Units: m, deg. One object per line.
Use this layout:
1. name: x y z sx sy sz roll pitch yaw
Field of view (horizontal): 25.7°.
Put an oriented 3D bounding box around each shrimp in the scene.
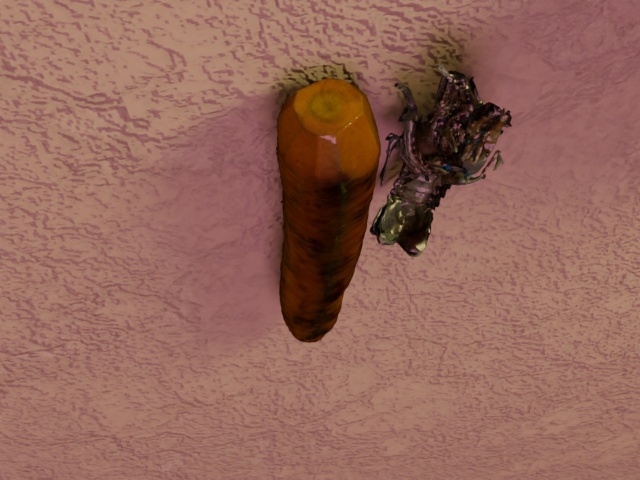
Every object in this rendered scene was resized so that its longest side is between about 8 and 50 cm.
1. shrimp: 0.071 -0.061 0.894 0.082 0.076 0.174 18 149 -6

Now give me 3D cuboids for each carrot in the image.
1. carrot: 0.000 0.000 0.962 0.066 0.066 0.314 -9 150 -8
